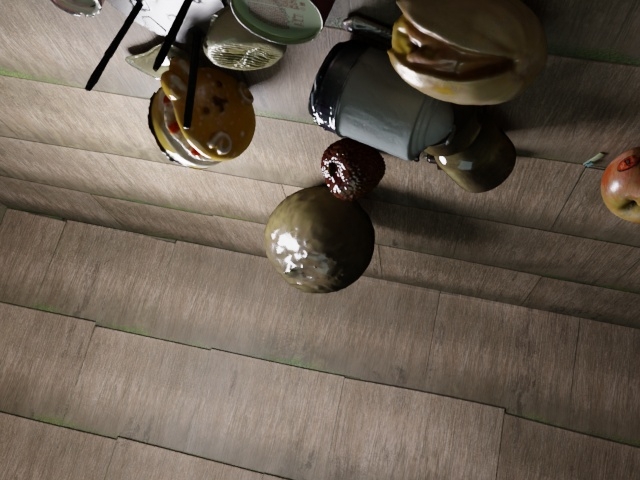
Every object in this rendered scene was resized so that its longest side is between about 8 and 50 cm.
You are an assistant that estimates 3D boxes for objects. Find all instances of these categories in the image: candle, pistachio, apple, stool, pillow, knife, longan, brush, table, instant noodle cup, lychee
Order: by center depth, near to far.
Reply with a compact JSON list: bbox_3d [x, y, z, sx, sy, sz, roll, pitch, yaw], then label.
[{"bbox_3d":[-0.061,-0.494,1.332,0.234,0.178,0.235,13,161,5],"label":"instant noodle cup"},{"bbox_3d":[0.287,-0.381,1.386,0.309,0.230,0.230,15,163,11],"label":"pistachio"},{"bbox_3d":[0.216,-0.417,1.588,0.365,0.043,0.089,18,160,-12],"label":"knife"},{"bbox_3d":[0.157,-0.304,1.594,0.342,0.221,0.221,24,165,15],"label":"candle"},{"bbox_3d":[-0.356,-0.426,1.642,0.317,0.249,0.317,13,162,4],"label":"table"},{"bbox_3d":[0.355,-0.251,1.768,0.179,0.179,0.264,-1,157,39],"label":"stool"},{"bbox_3d":[0.811,-0.144,1.786,0.209,0.164,0.209,23,159,9],"label":"apple"},{"bbox_3d":[0.724,-0.212,1.885,0.016,0.013,0.083,18,160,-7],"label":"brush"},{"bbox_3d":[-0.421,-0.475,1.896,0.217,0.033,0.130,-5,157,44],"label":"pillow"},{"bbox_3d":[0.094,-0.215,2.086,0.194,0.194,0.194,12,162,4],"label":"lychee"},{"bbox_3d":[0.000,0.000,2.479,0.391,0.391,0.391,12,162,4],"label":"longan"}]

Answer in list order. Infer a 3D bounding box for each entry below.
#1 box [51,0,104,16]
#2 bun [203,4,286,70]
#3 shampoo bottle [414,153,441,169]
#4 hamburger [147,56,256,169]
[{"bbox_3d":[-0.509,-0.566,1.521,0.151,0.135,0.151,12,164,3],"label":"box"},{"bbox_3d":[-0.173,-0.460,1.572,0.193,0.128,0.178,-3,171,-37],"label":"bun"},{"bbox_3d":[0.381,-0.229,2.007,0.236,0.067,0.068,8,152,18],"label":"shampoo bottle"},{"bbox_3d":[-0.310,-0.344,1.882,0.186,0.261,0.303,-15,124,49],"label":"hamburger"}]
